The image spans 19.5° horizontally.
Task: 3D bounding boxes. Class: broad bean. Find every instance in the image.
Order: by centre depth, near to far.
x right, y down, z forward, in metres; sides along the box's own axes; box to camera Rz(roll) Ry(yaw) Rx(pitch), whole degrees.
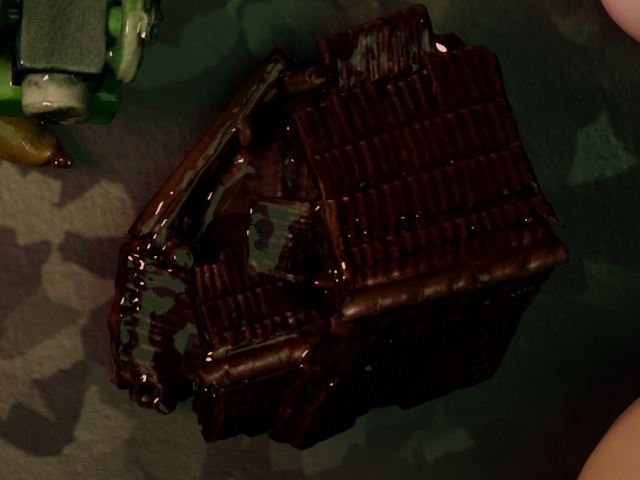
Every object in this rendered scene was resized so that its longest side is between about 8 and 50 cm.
[{"bbox_3d":[-0.281,-0.140,1.369,0.256,0.053,0.052,48,60,-19],"label":"broad bean"}]

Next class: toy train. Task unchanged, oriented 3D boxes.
[{"bbox_3d":[-0.183,-0.194,1.295,0.133,0.188,0.243,4,80,-12],"label":"toy train"}]

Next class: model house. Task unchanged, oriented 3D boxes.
[{"bbox_3d":[0.000,0.000,1.353,0.317,0.282,0.297,-12,104,-14],"label":"model house"}]

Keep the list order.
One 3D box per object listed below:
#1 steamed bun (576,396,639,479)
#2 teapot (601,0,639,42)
[{"bbox_3d":[0.357,0.242,1.533,0.334,0.233,0.312,33,89,-28],"label":"steamed bun"},{"bbox_3d":[0.323,-0.238,1.474,0.298,0.139,0.204,10,130,-23],"label":"teapot"}]
